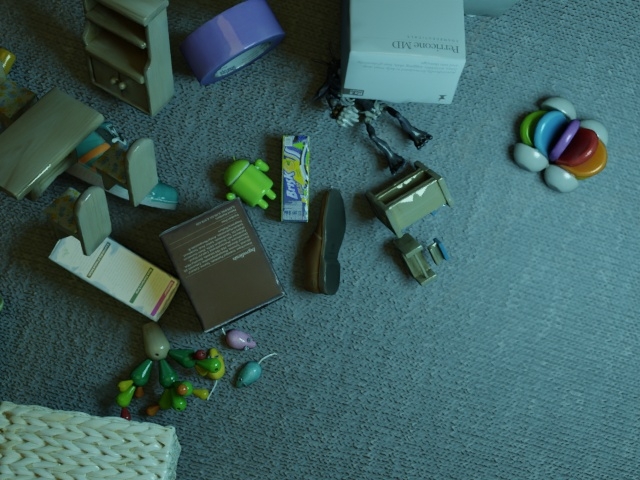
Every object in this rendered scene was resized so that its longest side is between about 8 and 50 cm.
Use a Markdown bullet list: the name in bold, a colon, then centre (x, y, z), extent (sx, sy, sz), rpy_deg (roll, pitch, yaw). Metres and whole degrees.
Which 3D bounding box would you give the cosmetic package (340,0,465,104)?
- **cosmetic package**: centre (0.147, -0.454, 1.842), extent (0.217, 0.156, 0.385), rpy_deg (1, 64, -5)

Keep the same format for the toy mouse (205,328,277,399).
- **toy mouse**: centre (-0.156, 0.232, 1.946), extent (0.143, 0.031, 0.161), rpy_deg (-3, 90, -4)

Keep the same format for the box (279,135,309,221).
- **box**: centre (-0.051, -0.120, 1.941), extent (0.054, 0.059, 0.169), rpy_deg (2, 90, -6)

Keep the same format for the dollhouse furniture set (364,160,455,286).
- **dollhouse furniture set**: centre (0.194, -0.035, 1.944), extent (0.129, 0.129, 0.184), rpy_deg (-31, 116, -4)

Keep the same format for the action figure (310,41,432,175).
- **action figure**: centre (0.095, -0.269, 1.914), extent (0.164, 0.141, 0.276), rpy_deg (-43, 96, -2)

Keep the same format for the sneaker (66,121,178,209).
- **sneaker**: centre (-0.398, -0.158, 1.890), extent (0.302, 0.108, 0.121), rpy_deg (25, 92, -3)

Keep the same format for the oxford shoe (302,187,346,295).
- **oxford shoe**: centre (0.000, 0.000, 1.944), extent (0.076, 0.076, 0.212), rpy_deg (1, 77, 35)

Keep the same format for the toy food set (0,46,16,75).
- **toy food set**: centre (-0.695, -0.352, 1.864), extent (0.232, 0.111, 0.104), rpy_deg (27, 88, -7)

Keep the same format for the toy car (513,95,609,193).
- **toy car**: centre (0.480, -0.190, 1.944), extent (0.182, 0.136, 0.159), rpy_deg (34, 88, -4)

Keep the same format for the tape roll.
- **tape roll**: centre (-0.166, -0.374, 1.868), extent (0.189, 0.189, 0.080), rpy_deg (-32, 92, -4)

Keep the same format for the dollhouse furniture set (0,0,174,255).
- **dollhouse furniture set**: centre (-0.441, -0.249, 1.721), extent (0.362, 0.256, 0.394), rpy_deg (30, 59, 16)

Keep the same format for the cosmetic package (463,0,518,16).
- **cosmetic package**: centre (0.316, -0.500, 1.883), extent (0.127, 0.238, 0.107), rpy_deg (3, 92, -7)

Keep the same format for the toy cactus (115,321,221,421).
- **toy cactus**: centre (-0.308, 0.245, 1.903), extent (0.219, 0.112, 0.180), rpy_deg (-25, 76, 14)

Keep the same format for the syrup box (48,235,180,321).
- **syrup box**: centre (-0.387, 0.057, 1.897), extent (0.237, 0.093, 0.096), rpy_deg (32, 87, -4)

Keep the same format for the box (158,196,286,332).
- **box**: centre (-0.182, 0.050, 1.869), extent (0.167, 0.168, 0.203), rpy_deg (-25, 86, -5)

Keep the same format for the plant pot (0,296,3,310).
- **plant pot**: centre (-0.708, 0.247, 1.808), extent (0.276, 0.276, 0.254), rpy_deg (-3, 102, -4)

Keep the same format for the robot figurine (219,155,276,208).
- **robot figurine**: centre (-0.139, -0.111, 1.930), extent (0.115, 0.067, 0.101), rpy_deg (40, 95, -3)

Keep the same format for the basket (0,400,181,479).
- **basket**: centre (-0.428, 0.458, 1.762), extent (0.331, 0.328, 0.266), rpy_deg (8, 71, -3)
